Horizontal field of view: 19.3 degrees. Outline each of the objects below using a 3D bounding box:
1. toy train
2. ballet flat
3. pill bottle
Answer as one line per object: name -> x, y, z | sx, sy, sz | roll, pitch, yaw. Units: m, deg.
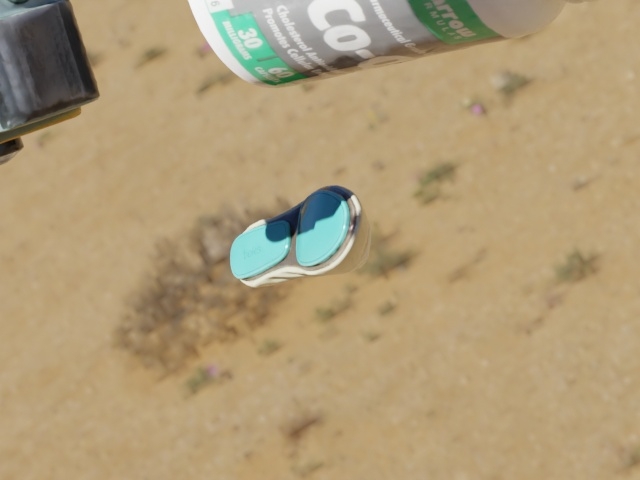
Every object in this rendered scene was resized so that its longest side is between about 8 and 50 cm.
toy train -> -0.301, -0.226, 1.582 | 0.142, 0.334, 0.190 | -22, 9, -37
ballet flat -> 0.000, 0.000, 1.791 | 0.086, 0.086, 0.248 | -39, 13, -27
pill bottle -> 0.083, -0.252, 1.530 | 0.361, 0.204, 0.204 | -10, 26, 34
